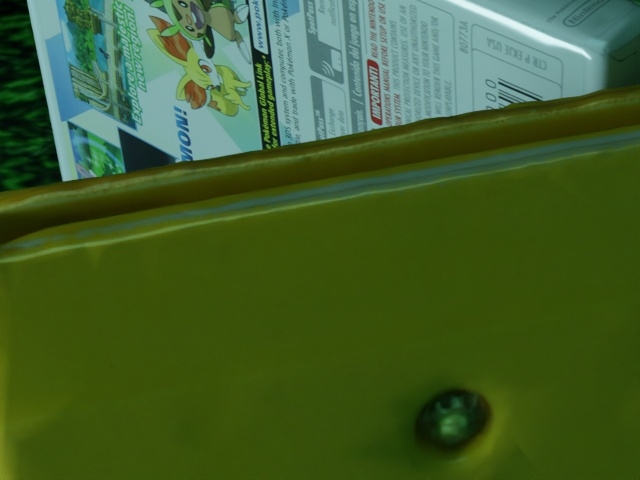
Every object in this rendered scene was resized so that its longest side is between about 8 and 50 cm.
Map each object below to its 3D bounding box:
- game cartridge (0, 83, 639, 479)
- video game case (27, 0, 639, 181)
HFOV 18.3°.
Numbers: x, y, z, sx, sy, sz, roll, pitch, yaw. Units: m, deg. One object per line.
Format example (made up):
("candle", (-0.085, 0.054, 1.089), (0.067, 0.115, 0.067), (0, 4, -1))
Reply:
("game cartridge", (0.039, 0.115, 0.655), (0.285, 0.323, 0.052), (-10, 28, -13))
("video game case", (0.000, 0.000, 0.806), (0.300, 0.329, 0.036), (28, 51, 33))
